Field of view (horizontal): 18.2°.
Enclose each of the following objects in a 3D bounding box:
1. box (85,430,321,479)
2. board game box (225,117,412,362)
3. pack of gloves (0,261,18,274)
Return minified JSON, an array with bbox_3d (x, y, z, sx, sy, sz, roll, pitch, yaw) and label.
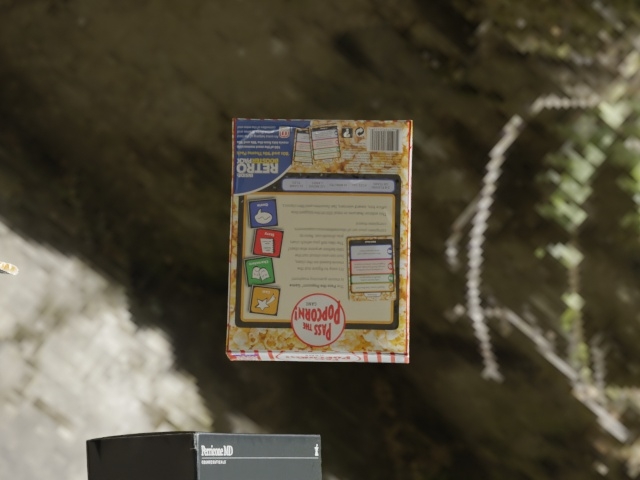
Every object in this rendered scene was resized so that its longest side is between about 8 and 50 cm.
[{"bbox_3d":[-0.085,0.247,1.611,0.103,0.261,0.184,-3,-97,21],"label":"box"},{"bbox_3d":[0.000,0.000,1.605,0.045,0.147,0.193,77,15,-79],"label":"board game box"},{"bbox_3d":[-0.339,-0.034,1.342,0.232,0.195,0.046,3,-107,46],"label":"pack of gloves"}]
